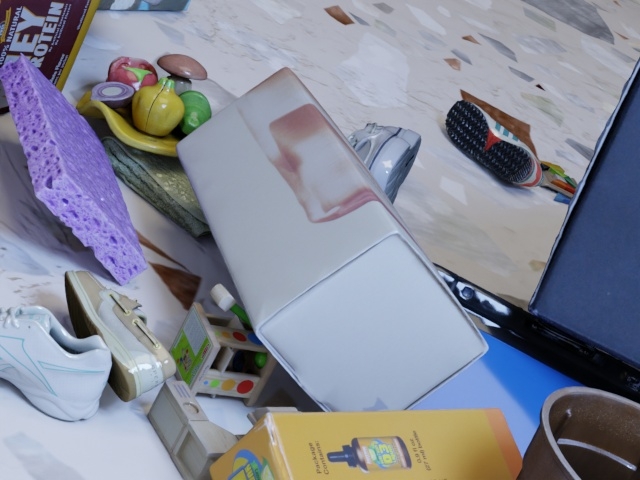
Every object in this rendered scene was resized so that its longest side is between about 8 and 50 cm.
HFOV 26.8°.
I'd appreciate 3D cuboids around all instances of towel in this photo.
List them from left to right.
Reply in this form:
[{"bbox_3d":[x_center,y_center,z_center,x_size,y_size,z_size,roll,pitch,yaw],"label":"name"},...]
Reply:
[{"bbox_3d":[-0.129,-0.055,1.256,0.148,0.027,0.110,39,25,21],"label":"towel"}]

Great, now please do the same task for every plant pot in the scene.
[{"bbox_3d":[0.179,0.212,0.894,0.167,0.165,0.167,23,25,-12],"label":"plant pot"}]

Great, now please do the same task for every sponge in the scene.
[{"bbox_3d":[-0.207,-0.064,1.119,0.117,0.031,0.210,51,5,-39],"label":"sponge"}]

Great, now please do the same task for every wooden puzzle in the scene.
[{"bbox_3d":[0.319,-0.081,1.805,0.078,0.014,0.116,16,27,-26],"label":"wooden puzzle"}]

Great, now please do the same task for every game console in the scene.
[{"bbox_3d":[0.170,0.157,1.164,0.293,0.173,0.250,28,-7,-2],"label":"game console"}]

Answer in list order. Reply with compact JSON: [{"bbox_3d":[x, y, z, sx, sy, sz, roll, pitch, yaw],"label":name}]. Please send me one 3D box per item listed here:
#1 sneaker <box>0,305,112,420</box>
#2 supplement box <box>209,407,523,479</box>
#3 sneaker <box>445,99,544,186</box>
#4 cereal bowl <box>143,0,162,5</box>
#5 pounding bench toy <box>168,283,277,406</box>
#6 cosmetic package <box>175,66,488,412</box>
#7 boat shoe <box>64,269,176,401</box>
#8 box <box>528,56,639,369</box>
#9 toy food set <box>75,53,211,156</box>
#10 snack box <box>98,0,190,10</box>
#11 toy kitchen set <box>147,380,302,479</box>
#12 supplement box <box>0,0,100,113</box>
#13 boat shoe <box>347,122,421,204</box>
[{"bbox_3d":[-0.210,0.065,0.895,0.152,0.061,0.054,22,27,-12],"label":"sneaker"},{"bbox_3d":[0.041,0.166,0.925,0.233,0.080,0.078,7,52,-43],"label":"supplement box"},{"bbox_3d":[0.228,-0.120,1.752,0.161,0.057,0.075,45,12,35],"label":"sneaker"},{"bbox_3d":[-0.273,-0.380,1.341,0.339,0.141,0.339,32,7,-5],"label":"cereal bowl"},{"bbox_3d":[-0.063,0.074,1.003,0.065,0.083,0.052,11,29,-32],"label":"pounding bench toy"},{"bbox_3d":[0.000,0.000,1.084,0.153,0.129,0.296,51,6,-36],"label":"cosmetic package"},{"bbox_3d":[-0.145,0.064,0.959,0.045,0.050,0.135,-17,42,-24],"label":"boat shoe"},{"bbox_3d":[0.507,0.048,1.191,0.480,0.297,0.472,26,4,25],"label":"box"},{"bbox_3d":[-0.160,-0.145,1.297,0.128,0.071,0.218,18,16,-8],"label":"toy food set"},{"bbox_3d":[-0.308,-0.342,1.586,0.187,0.060,0.322,39,26,22],"label":"snack box"},{"bbox_3d":[-0.058,0.122,0.935,0.083,0.068,0.075,7,32,-41],"label":"toy kitchen set"},{"bbox_3d":[-0.339,-0.216,1.221,0.191,0.129,0.194,34,24,11],"label":"supplement box"},{"bbox_3d":[0.056,-0.084,1.470,0.075,0.083,0.226,19,12,7],"label":"boat shoe"}]
